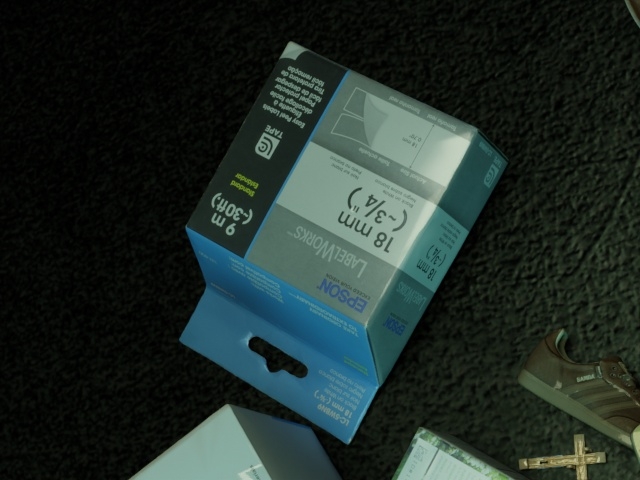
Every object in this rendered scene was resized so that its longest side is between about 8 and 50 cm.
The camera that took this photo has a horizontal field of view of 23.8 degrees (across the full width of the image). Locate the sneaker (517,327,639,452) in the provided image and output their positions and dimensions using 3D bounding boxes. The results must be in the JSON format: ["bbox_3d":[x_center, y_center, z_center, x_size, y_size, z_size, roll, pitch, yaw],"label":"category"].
[{"bbox_3d":[0.273,0.146,1.401,0.188,0.066,0.071,29,88,27],"label":"sneaker"}]

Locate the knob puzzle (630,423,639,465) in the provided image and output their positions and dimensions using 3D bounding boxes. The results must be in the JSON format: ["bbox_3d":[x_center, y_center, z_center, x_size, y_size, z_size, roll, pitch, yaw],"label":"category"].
[{"bbox_3d":[0.366,0.190,1.342,0.213,0.030,0.213,1,78,-4],"label":"knob puzzle"}]

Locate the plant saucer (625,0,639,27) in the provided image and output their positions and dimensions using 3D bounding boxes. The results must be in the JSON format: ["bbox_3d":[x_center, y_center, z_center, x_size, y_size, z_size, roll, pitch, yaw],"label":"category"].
[{"bbox_3d":[0.441,-0.286,1.453,0.311,0.050,0.310,-7,73,22],"label":"plant saucer"}]

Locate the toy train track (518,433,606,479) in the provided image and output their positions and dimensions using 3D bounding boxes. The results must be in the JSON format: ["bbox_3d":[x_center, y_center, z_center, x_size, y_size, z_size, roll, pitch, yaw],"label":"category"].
[{"bbox_3d":[0.227,0.208,1.434,0.083,0.014,0.048,-9,73,22],"label":"toy train track"}]

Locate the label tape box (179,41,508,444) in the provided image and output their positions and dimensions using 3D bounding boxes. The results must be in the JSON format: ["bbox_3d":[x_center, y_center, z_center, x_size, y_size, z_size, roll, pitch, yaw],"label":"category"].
[{"bbox_3d":[0.000,0.000,1.538,0.241,0.106,0.333,28,88,28],"label":"label tape box"}]

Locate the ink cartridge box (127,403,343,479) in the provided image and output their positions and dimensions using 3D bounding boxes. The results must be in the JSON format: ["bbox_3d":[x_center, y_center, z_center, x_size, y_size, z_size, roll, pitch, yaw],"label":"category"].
[{"bbox_3d":[-0.103,0.321,1.445,0.270,0.198,0.197,-38,65,11],"label":"ink cartridge box"}]

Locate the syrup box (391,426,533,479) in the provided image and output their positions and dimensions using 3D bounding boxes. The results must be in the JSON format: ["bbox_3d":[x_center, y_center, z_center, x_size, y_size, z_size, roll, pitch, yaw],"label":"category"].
[{"bbox_3d":[0.180,0.268,1.392,0.237,0.096,0.093,27,90,27],"label":"syrup box"}]
